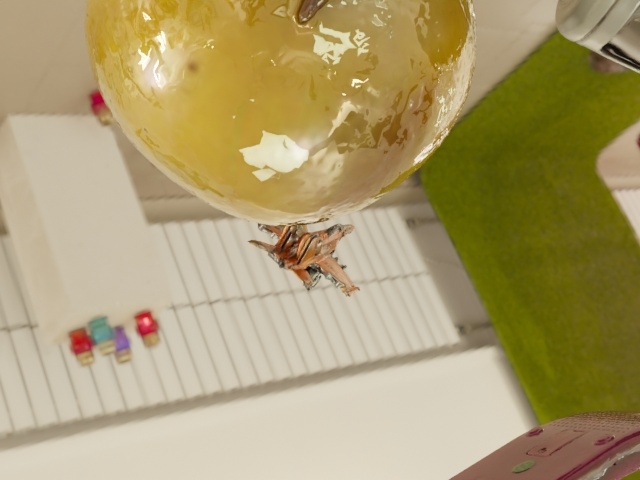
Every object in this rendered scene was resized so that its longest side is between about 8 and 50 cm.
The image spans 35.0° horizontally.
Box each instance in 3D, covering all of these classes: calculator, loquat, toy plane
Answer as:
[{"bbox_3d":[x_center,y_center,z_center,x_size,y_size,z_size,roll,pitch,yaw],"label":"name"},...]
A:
[{"bbox_3d":[0.158,0.155,0.691,0.190,0.034,0.126,-20,-178,-22],"label":"calculator"},{"bbox_3d":[-0.025,-0.187,0.831,0.328,0.329,0.359,-14,162,-23],"label":"loquat"},{"bbox_3d":[-0.006,0.009,1.048,0.062,0.135,0.188,-56,168,12],"label":"toy plane"}]

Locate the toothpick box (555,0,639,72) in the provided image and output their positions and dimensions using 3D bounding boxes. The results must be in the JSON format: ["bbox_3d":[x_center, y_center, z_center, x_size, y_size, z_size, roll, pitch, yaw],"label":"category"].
[{"bbox_3d":[0.383,-0.210,0.850,0.316,0.229,0.229,25,149,-2],"label":"toothpick box"}]
